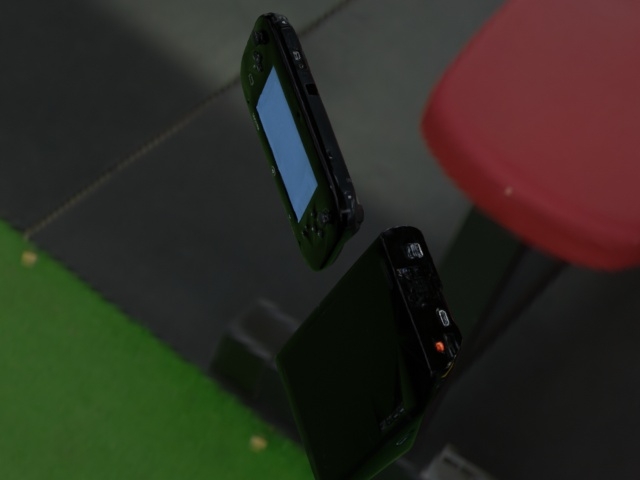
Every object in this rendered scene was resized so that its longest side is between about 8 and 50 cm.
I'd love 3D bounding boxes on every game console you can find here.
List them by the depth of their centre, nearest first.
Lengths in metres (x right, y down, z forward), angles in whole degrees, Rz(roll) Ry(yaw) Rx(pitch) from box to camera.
[{"bbox_3d":[0.000,0.000,1.482,0.044,0.213,0.361,-6,64,-29],"label":"game console"}]
